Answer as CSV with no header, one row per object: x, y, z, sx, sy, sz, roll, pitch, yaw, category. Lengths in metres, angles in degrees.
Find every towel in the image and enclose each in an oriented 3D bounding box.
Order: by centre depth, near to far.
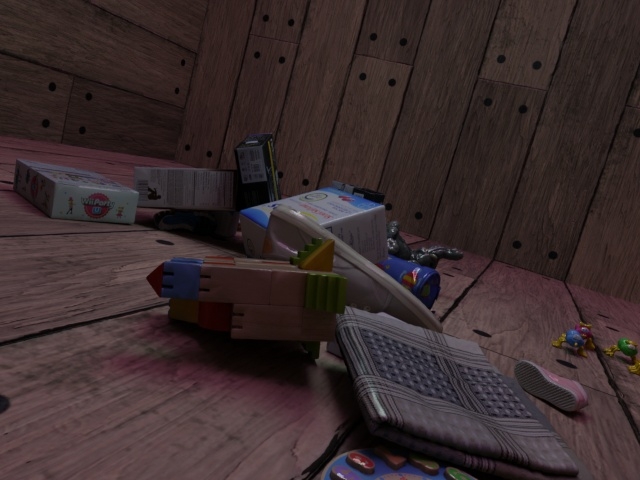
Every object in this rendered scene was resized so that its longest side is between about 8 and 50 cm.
0.181,0.203,0.726,0.324,0.056,0.312,21,12,-13,towel

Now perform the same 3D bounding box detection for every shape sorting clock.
0.100,0.256,0.496,0.206,0.040,0.206,15,9,-2,shape sorting clock

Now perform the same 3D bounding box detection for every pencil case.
0.183,0.093,1.385,0.306,0.119,0.133,23,6,42,pencil case

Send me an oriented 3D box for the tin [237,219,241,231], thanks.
-0.356,-0.074,1.790,0.189,0.040,0.106,18,13,15,tin

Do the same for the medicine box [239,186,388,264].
-0.020,-0.015,1.318,0.289,0.149,0.263,-17,23,-26,medicine box

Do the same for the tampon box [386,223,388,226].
0.170,0.017,1.699,0.101,0.161,0.120,12,10,-22,tampon box

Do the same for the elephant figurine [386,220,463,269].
0.273,0.066,1.571,0.239,0.169,0.186,33,-29,-7,elephant figurine

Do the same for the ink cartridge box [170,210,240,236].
-0.359,-0.111,1.639,0.203,0.148,0.086,17,8,8,ink cartridge box

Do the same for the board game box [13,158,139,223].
-0.681,-0.136,1.432,0.303,0.098,0.224,21,12,41,board game box

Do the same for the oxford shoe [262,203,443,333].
0.062,0.093,1.100,0.449,0.130,0.169,34,-7,-10,oxford shoe

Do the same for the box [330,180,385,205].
0.106,-0.079,1.905,0.163,0.247,0.142,9,9,-36,box

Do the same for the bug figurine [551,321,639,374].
0.759,0.279,1.363,0.278,0.072,0.216,17,9,15,bug figurine

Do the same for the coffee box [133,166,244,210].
-0.366,-0.147,1.504,0.297,0.119,0.168,2,2,4,coffee box

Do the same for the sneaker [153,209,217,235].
-0.403,-0.061,1.533,0.190,0.071,0.083,10,5,-32,sneaker

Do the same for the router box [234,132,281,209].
-0.168,-0.140,1.500,0.080,0.309,0.243,-6,19,3,router box

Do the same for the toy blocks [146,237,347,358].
-0.130,0.081,0.835,0.260,0.191,0.381,5,0,-10,toy blocks

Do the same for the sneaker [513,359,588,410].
0.425,0.267,0.949,0.070,0.051,0.134,11,13,-35,sneaker

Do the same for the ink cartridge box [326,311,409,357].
0.155,0.200,0.900,0.232,0.066,0.189,16,8,33,ink cartridge box
